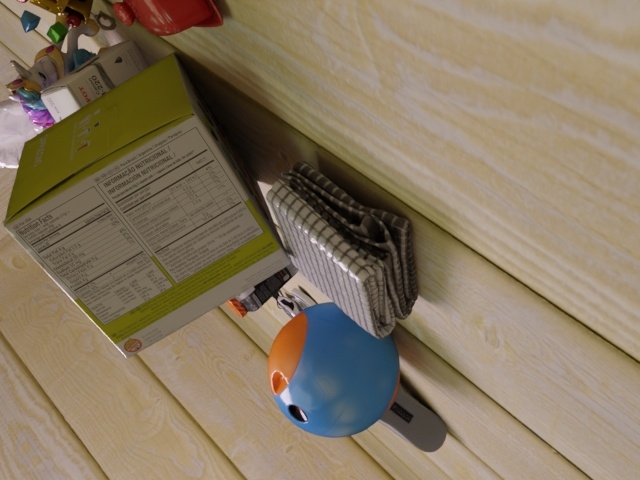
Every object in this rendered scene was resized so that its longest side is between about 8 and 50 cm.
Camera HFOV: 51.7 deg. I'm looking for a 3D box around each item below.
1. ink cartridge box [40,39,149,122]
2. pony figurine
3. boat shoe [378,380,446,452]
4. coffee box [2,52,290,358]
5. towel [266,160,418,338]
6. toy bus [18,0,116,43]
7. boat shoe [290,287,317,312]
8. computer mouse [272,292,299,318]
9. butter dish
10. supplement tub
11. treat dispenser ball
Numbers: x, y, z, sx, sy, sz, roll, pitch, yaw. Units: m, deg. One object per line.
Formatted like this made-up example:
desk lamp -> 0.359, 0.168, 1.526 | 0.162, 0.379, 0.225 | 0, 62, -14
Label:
ink cartridge box -> -0.436, -0.290, 1.355 | 0.092, 0.218, 0.159 | -4, 126, 35
pony figurine -> -0.580, -0.315, 1.466 | 0.302, 0.363, 0.351 | 10, 135, 0
boat shoe -> 0.159, 0.392, 1.699 | 0.367, 0.136, 0.156 | 40, 169, -10
coffee box -> -0.303, -0.074, 1.188 | 0.334, 0.338, 0.338 | 59, -179, -35
towel -> 0.042, 0.014, 1.084 | 0.235, 0.121, 0.284 | 41, 165, 28
toy bus -> -0.496, -0.494, 1.261 | 0.104, 0.202, 0.191 | -33, 93, 43
boat shoe -> -0.020, 0.229, 1.843 | 0.219, 0.070, 0.078 | 51, 164, -14
computer mouse -> -0.097, 0.200, 2.038 | 0.193, 0.042, 0.106 | 34, 156, 55
butter dish -> -0.237, -0.346, 0.928 | 0.160, 0.118, 0.160 | 25, 154, 52
supplement tub -> -0.160, 0.098, 1.671 | 0.117, 0.190, 0.117 | 42, 163, 16
treat dispenser ball -> 0.030, 0.277, 1.430 | 0.288, 0.288, 0.288 | 43, 164, 16
